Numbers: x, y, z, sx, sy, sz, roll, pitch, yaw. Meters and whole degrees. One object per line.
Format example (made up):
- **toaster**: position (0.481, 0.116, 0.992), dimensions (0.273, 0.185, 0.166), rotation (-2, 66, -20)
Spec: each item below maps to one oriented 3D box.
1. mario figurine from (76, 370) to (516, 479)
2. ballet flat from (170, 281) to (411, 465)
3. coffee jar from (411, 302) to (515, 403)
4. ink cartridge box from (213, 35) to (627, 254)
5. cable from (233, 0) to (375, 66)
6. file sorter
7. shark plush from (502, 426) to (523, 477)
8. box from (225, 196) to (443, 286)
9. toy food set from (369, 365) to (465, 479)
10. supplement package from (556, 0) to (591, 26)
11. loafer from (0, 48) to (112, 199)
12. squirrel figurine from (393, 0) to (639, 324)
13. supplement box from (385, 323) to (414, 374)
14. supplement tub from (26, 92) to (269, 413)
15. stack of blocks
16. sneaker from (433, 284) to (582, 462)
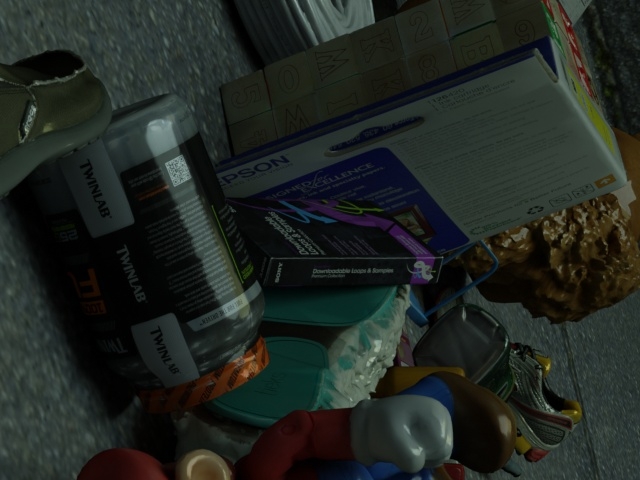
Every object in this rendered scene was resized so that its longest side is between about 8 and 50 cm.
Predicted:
- **mario figurine**: position (-0.012, 0.191, 1.102), dimensions (0.320, 0.170, 0.198), rotation (-15, 104, -39)
- **ballet flat**: position (-0.028, 0.115, 1.394), dimensions (0.147, 0.147, 0.409), rotation (68, 20, -12)
- **coffee jar**: position (0.147, 0.134, 1.868), dimensions (0.079, 0.096, 0.184), rotation (41, -10, 19)
- **ink cartridge box**: position (0.079, -0.071, 1.565), dimensions (0.307, 0.303, 0.072), rotation (44, 31, -59)
- **cable**: position (-0.027, -0.264, 1.807), dimensions (0.257, 0.089, 0.257), rotation (54, 25, -47)
- **file sorter**: position (0.083, -0.026, 1.799), dimensions (0.118, 0.104, 0.170), rotation (44, 16, -57)
- **shark plush**: position (0.188, 0.217, 2.017), dimensions (0.073, 0.067, 0.161), rotation (-83, 150, -55)
- **box**: position (0.000, 0.000, 1.466), dimensions (0.116, 0.162, 0.029), rotation (40, -56, 50)
- **toy food set**: position (0.077, 0.231, 1.664), dimensions (0.111, 0.104, 0.232), rotation (22, 69, -86)
- **supplement package**: position (0.193, -0.368, 2.282), dimensions (0.262, 0.145, 0.204), rotation (36, -2, 29)
- **loafer**: position (-0.194, -0.078, 1.068), dimensions (0.251, 0.094, 0.087), rotation (-58, 132, -69)
- **squirrel figurine**: position (0.211, -0.107, 2.091), dimensions (0.370, 0.281, 0.397), rotation (56, 16, -23)
- **supplement box**: position (0.060, 0.102, 1.774), dimensions (0.055, 0.043, 0.083), rotation (36, 39, -64)
- **supplement tub**: position (-0.109, 0.010, 1.209), dimensions (0.117, 0.117, 0.190), rotation (-51, 121, -70)
- **stack of blocks**: position (0.083, -0.123, 1.641), dimensions (0.171, 0.297, 0.087), rotation (41, 33, -61)
- **sneaker**: position (0.209, 0.138, 2.080), dimensions (0.225, 0.093, 0.088), rotation (51, 18, -8)
